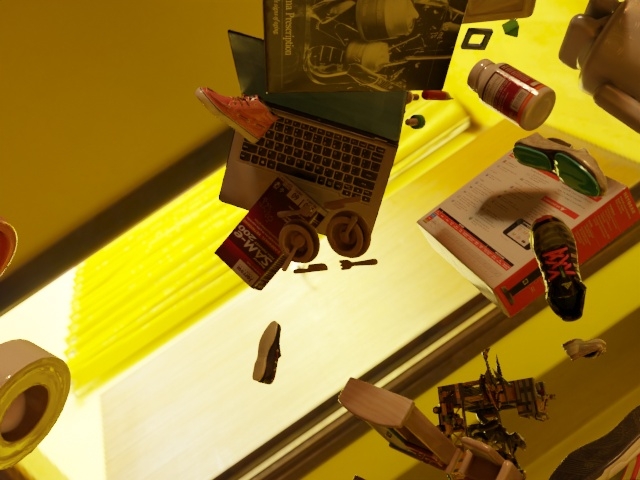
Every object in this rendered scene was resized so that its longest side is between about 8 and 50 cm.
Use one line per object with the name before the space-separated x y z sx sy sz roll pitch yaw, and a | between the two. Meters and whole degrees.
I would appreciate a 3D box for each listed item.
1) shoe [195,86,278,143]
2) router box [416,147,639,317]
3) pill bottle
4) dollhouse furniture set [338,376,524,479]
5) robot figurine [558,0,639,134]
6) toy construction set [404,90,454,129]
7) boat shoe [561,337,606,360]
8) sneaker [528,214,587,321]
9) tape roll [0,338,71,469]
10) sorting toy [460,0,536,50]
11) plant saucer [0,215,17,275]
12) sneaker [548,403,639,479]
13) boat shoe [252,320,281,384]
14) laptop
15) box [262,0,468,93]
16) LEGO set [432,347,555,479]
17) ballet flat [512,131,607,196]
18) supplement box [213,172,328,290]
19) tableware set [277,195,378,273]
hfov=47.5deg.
shoe | -0.166 -0.273 1.470 0.178 0.081 0.063 35 -161 -41
router box | 0.388 -0.039 1.421 0.082 0.301 0.335 53 180 -28
pill bottle | 0.344 -0.270 1.324 0.152 0.086 0.086 43 171 33
dollhouse furniture set | 0.105 0.422 1.151 0.286 0.303 0.198 12 153 45
robot figurine | 0.617 -0.313 1.322 0.353 0.300 0.200 35 161 19
toy construction set | 0.180 -0.366 1.783 0.309 0.257 0.237 21 -160 31
boat shoe | 0.611 0.256 1.669 0.153 0.056 0.048 13 -130 -43
sneaker | 0.342 0.045 1.031 0.075 0.063 0.170 -83 -24 -63
tape roll | -0.702 0.371 1.645 0.100 0.286 0.286 23 166 18
sorting toy | 0.386 -0.562 1.603 0.347 0.196 0.047 79 -177 -60
plant saucer | -0.702 0.055 1.279 0.084 0.332 0.332 46 176 9
sneaker | 0.556 0.424 1.286 0.178 0.295 0.124 58 173 -3
boat shoe | -0.105 0.233 1.511 0.042 0.133 0.049 27 154 -32
laptop | -0.037 -0.200 1.582 0.382 0.408 0.236 18 -164 8
box | 0.062 -0.408 1.143 0.343 0.312 0.179 94 172 -62
LEGO set | 0.386 0.387 1.503 0.331 0.192 0.255 37 -136 -49
ballet flat | 0.320 -0.108 0.949 0.168 0.052 0.057 42 160 52
supplement box | -0.112 -0.018 1.645 0.130 0.239 0.073 41 -176 17
tableware set | 0.000 0.000 1.301 0.039 0.194 0.128 -28 -74 -54
